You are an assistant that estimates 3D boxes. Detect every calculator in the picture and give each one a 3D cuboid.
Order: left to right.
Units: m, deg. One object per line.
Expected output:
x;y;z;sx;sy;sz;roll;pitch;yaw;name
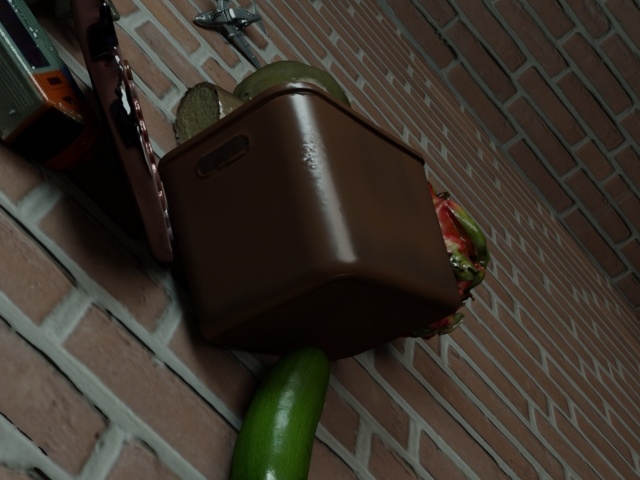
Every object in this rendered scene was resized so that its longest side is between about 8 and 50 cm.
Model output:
-0.220;-0.127;0.880;0.220;0.048;0.330;102;-31;-63;calculator

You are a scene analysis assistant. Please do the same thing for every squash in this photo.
-0.043;0.203;0.836;0.082;0.082;0.292;47;22;-13;squash

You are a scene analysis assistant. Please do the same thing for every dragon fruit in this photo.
0.133;0.017;1.243;0.237;0.231;0.303;23;24;-31;dragon fruit

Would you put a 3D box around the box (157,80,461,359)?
0.000;0.000;0.979;0.339;0.239;0.229;19;49;-54;box

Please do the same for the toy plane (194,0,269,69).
-0.171;-0.431;1.517;0.226;0.058;0.226;69;23;-3;toy plane

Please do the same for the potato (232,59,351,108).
-0.047;-0.224;1.347;0.235;0.160;0.178;1;30;-44;potato

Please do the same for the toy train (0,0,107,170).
-0.377;-0.253;0.820;0.409;0.086;0.089;57;27;-4;toy train

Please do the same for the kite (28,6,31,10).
-0.448;-0.304;0.888;0.327;0.013;0.378;42;26;-21;kite

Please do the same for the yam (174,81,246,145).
-0.095;-0.132;1.156;0.238;0.128;0.129;21;73;-43;yam

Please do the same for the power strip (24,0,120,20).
-0.292;-0.350;0.965;0.141;0.229;0.261;59;-22;-4;power strip
